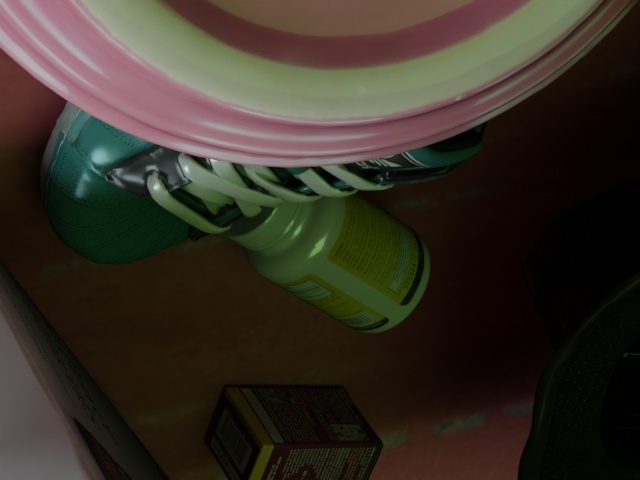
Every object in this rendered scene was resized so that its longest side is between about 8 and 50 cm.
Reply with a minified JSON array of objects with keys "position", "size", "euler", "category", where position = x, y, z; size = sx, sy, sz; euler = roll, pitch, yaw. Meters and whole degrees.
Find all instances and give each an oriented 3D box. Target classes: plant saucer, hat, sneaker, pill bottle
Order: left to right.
[{"position":[-0.003,-0.067,0.818],"size":[0.302,0.121,0.108],"euler":[-36,139,17],"category":"sneaker"},{"position":[0.000,0.000,0.946],"size":[0.065,0.065,0.116],"euler":[-49,133,9],"category":"pill bottle"},{"position":[0.006,-0.172,0.643],"size":[0.332,0.084,0.332],"euler":[-5,116,-10],"category":"plant saucer"},{"position":[0.206,0.037,1.055],"size":[0.331,0.134,0.331],"euler":[-27,141,-24],"category":"hat"}]

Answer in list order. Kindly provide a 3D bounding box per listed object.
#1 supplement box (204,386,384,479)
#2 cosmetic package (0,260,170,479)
[{"position":[-0.015,0.116,1.029],"size":[0.083,0.055,0.043],"euler":[4,122,-32],"category":"supplement box"},{"position":[-0.089,0.179,0.809],"size":[0.097,0.377,0.284],"euler":[-33,134,-6],"category":"cosmetic package"}]
